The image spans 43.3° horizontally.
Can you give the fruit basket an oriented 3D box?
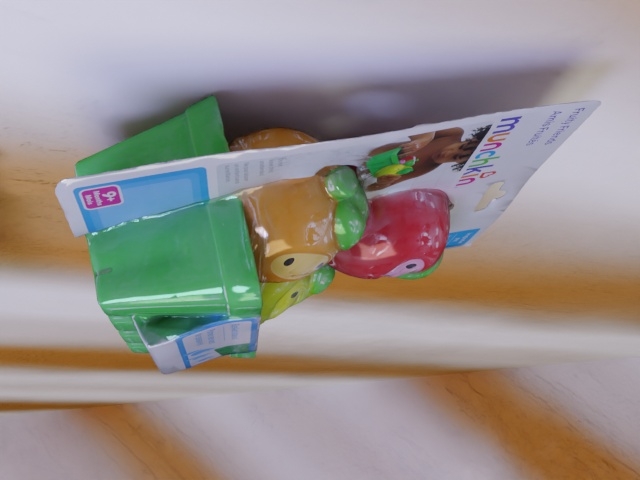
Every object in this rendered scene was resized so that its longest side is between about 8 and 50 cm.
[{"bbox_3d":[0.000,0.000,0.643,0.353,0.165,0.327,-5,163,-8],"label":"fruit basket"}]
